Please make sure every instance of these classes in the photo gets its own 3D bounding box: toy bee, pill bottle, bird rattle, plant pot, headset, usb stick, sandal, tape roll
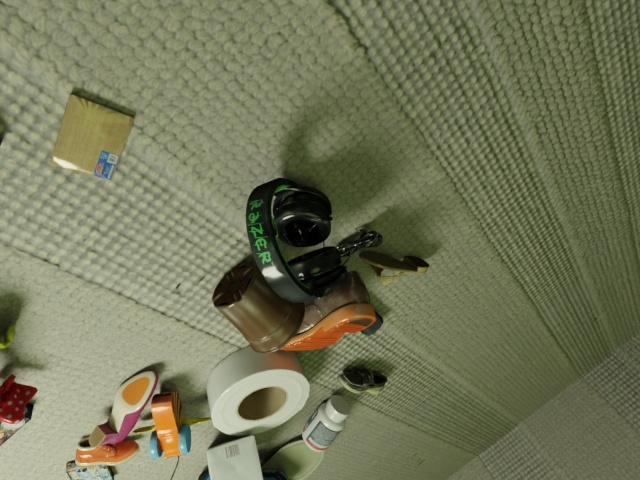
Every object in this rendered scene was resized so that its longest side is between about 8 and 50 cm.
[{"bbox_3d":[-0.412,0.533,1.127,0.195,0.162,0.299,15,98,-12],"label":"toy bee"},{"bbox_3d":[0.024,0.623,1.406,0.107,0.108,0.180,17,115,-34],"label":"pill bottle"},{"bbox_3d":[-0.666,0.288,0.776,0.143,0.207,0.254,4,108,-9],"label":"bird rattle"},{"bbox_3d":[-0.149,0.149,0.952,0.167,0.167,0.165,-37,124,4],"label":"plant pot"},{"bbox_3d":[0.000,0.000,0.866,0.185,0.244,0.394,-18,166,21],"label":"headset"},{"bbox_3d":[0.092,0.192,1.166,0.077,0.045,0.278,-39,130,6],"label":"usb stick"},{"bbox_3d":[0.194,0.087,1.111,0.240,0.088,0.079,5,115,-34],"label":"sandal"},{"bbox_3d":[-0.176,0.429,1.177,0.286,0.100,0.286,-13,127,-17],"label":"tape roll"}]

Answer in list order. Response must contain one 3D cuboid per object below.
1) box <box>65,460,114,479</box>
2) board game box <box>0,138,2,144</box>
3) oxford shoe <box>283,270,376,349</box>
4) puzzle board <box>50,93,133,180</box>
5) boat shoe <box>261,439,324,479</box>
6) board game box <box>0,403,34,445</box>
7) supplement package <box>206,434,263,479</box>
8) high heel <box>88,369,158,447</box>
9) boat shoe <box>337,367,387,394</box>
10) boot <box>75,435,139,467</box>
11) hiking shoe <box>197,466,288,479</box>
[{"bbox_3d":[-0.651,0.662,1.166,0.093,0.027,0.137,-10,127,-21],"label":"box"},{"bbox_3d":[-0.651,-0.204,0.524,0.208,0.056,0.347,-29,131,2],"label":"board game box"},{"bbox_3d":[-0.005,0.193,1.048,0.129,0.133,0.363,15,145,-39],"label":"oxford shoe"},{"bbox_3d":[-0.387,-0.171,0.696,0.096,0.011,0.128,16,116,-35],"label":"puzzle board"},{"bbox_3d":[-0.132,0.829,1.486,0.340,0.127,0.113,-38,162,-4],"label":"boat shoe"},{"bbox_3d":[-0.796,0.386,0.886,0.165,0.042,0.243,-40,131,7],"label":"board game box"},{"bbox_3d":[-0.260,0.671,1.224,0.139,0.134,0.244,-9,157,-20],"label":"supplement package"},{"bbox_3d":[-0.480,0.430,1.066,0.244,0.082,0.117,-55,161,1],"label":"high heel"},{"bbox_3d":[0.145,0.463,1.373,0.223,0.080,0.073,29,103,-43],"label":"boat shoe"},{"bbox_3d":[-0.575,0.563,1.113,0.157,0.059,0.085,2,118,-25],"label":"boot"},{"bbox_3d":[-0.252,0.801,1.345,0.303,0.132,0.113,6,85,-6],"label":"hiking shoe"}]
